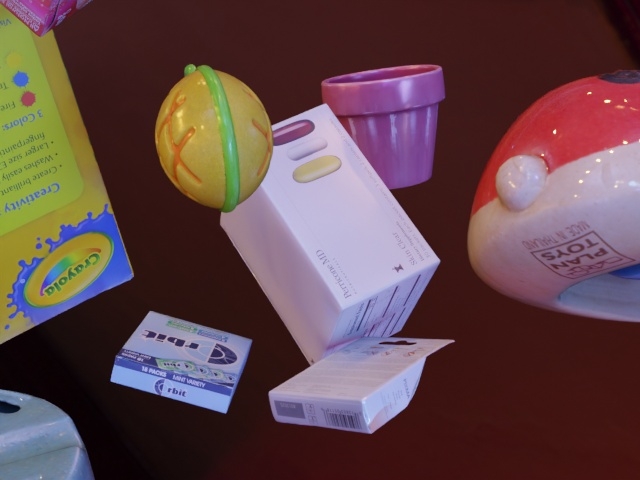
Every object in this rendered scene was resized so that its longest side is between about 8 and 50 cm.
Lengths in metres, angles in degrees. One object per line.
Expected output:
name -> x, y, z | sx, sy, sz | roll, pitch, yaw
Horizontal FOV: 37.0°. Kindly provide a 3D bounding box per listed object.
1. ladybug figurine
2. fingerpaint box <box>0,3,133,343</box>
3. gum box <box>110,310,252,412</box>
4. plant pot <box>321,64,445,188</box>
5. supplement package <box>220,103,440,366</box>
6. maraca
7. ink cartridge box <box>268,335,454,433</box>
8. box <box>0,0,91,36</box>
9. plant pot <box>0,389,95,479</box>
ladybug figurine -> 0.303, -0.034, 0.838 | 0.449, 0.162, 0.305 | 12, -25, -43
fingerpaint box -> -0.456, -0.039, 0.941 | 0.444, 0.371, 0.163 | -29, 38, -24
gum box -> -0.184, 0.162, 1.307 | 0.184, 0.157, 0.041 | -77, 3, -76
plant pot -> 0.111, -0.185, 1.572 | 0.201, 0.180, 0.201 | -8, 14, 2
supplement package -> 0.000, 0.000, 1.229 | 0.145, 0.262, 0.204 | -26, -22, -23
maraca -> -0.098, -0.093, 0.845 | 0.099, 0.127, 0.186 | -7, 20, -16
ink cartridge box -> 0.051, 0.161, 1.095 | 0.145, 0.045, 0.179 | -3, 12, 43
box -> -0.258, -0.302, 0.735 | 0.128, 0.257, 0.122 | -52, 4, -38
plant pot -> -0.264, 0.306, 0.666 | 0.341, 0.334, 0.341 | -4, 20, 1
